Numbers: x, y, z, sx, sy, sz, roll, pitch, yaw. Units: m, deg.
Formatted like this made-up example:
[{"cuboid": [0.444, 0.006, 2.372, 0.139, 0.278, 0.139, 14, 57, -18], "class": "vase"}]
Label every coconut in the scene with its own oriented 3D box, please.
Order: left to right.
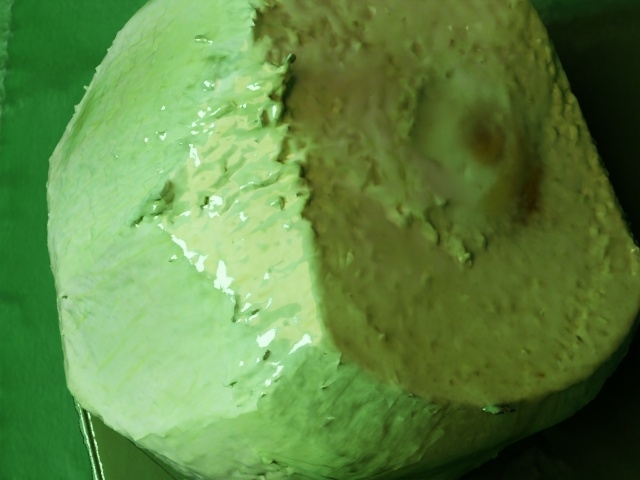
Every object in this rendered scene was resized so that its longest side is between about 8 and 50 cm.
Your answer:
[{"cuboid": [0.000, 0.000, 1.349, 0.405, 0.404, 0.404, -6, 77, 28], "class": "coconut"}]

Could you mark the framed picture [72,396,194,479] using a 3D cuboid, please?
[{"cuboid": [-0.100, 0.166, 1.562, 0.192, 0.018, 0.265, -23, 70, 23], "class": "framed picture"}]
